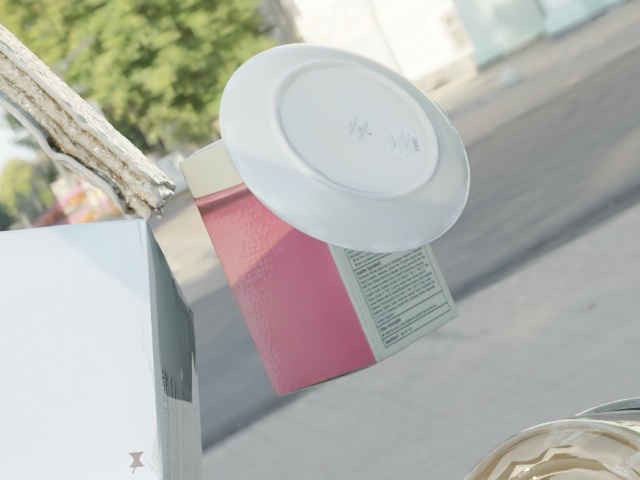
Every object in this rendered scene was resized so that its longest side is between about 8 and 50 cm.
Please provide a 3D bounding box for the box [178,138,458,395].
[{"bbox_3d":[0.000,0.000,1.322,0.127,0.232,0.149,-23,0,36],"label":"box"}]

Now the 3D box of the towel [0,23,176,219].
[{"bbox_3d":[-0.246,-0.120,1.328,0.049,0.282,0.187,-47,1,1],"label":"towel"}]

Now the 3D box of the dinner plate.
[{"bbox_3d":[0.016,-0.054,0.772,0.141,0.141,0.017,-32,-17,-39],"label":"dinner plate"}]

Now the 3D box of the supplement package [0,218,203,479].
[{"bbox_3d":[-0.177,0.092,0.864,0.194,0.149,0.203,-5,-16,0],"label":"supplement package"}]

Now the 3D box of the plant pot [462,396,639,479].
[{"bbox_3d":[0.223,0.249,1.057,0.323,0.323,0.280,-26,-27,17],"label":"plant pot"}]
